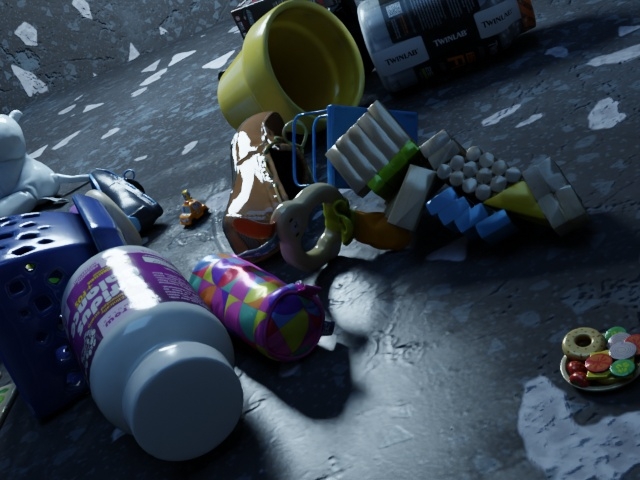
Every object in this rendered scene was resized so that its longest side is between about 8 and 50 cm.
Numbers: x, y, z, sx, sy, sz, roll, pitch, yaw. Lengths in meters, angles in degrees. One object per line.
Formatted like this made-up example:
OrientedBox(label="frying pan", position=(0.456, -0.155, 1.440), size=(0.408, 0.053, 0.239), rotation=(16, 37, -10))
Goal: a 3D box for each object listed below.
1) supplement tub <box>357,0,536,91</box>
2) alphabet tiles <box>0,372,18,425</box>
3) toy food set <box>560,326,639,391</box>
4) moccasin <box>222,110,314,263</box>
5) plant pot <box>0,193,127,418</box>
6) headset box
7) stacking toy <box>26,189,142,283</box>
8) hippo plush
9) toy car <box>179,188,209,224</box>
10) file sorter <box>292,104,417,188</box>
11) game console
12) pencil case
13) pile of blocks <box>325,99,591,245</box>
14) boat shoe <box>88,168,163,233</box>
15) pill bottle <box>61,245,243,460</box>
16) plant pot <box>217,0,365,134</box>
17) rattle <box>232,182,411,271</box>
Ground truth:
OrientedBox(label="supplement tub", position=(0.247, -0.433, 1.633), size=(0.315, 0.194, 0.194), rotation=(-19, 26, 14))
OrientedBox(label="alphabet tiles", position=(-0.582, 0.315, 1.175), size=(0.285, 0.011, 0.343), rotation=(-20, 26, 10))
OrientedBox(label="toy food set", position=(0.268, 0.111, 0.787), size=(0.082, 0.020, 0.083), rotation=(-9, 29, 30))
OrientedBox(label="moccasin", position=(-0.075, -0.112, 1.380), size=(0.146, 0.139, 0.380), rotation=(-19, 27, 11))
OrientedBox(label="plant pot", position=(-0.370, 0.074, 1.201), size=(0.212, 0.236, 0.236), rotation=(-25, 24, -16))
OrientedBox(label="headset box", position=(-0.036, -0.522, 2.025), size=(0.293, 0.218, 0.110), rotation=(-11, 30, 27))
OrientedBox(label="stacking toy", position=(-0.476, 0.063, 1.448), size=(0.330, 0.141, 0.141), rotation=(-43, 30, -18))
OrientedBox(label="hippo plush", position=(-0.767, -0.169, 1.991), size=(0.294, 0.237, 0.234), rotation=(-8, 30, 32))
OrientedBox(label="toy car", position=(-0.255, -0.065, 1.565), size=(0.060, 0.041, 0.122), rotation=(-34, 27, -17))
OrientedBox(label="file sorter", position=(0.052, -0.135, 1.258), size=(0.170, 0.118, 0.104), rotation=(-2, 2, -38))
OrientedBox(label="game console", position=(-0.064, -0.400, 1.837), size=(0.361, 0.213, 0.044), rotation=(-13, 62, 22))
OrientedBox(label="pencil case", position=(-0.084, 0.080, 1.073), size=(0.104, 0.104, 0.236), rotation=(-37, 28, -23))
OrientedBox(label="pile of blocks", position=(0.180, -0.061, 1.091), size=(0.362, 0.112, 0.149), rotation=(24, 89, 33))
OrientedBox(label="boat shoe", position=(-0.388, -0.076, 1.664), size=(0.089, 0.109, 0.258), rotation=(-28, 41, -21))
OrientedBox(label="pill bottle", position=(-0.203, 0.129, 0.996), size=(0.169, 0.169, 0.301), rotation=(-32, 30, -14))
OrientedBox(label="plant pot", position=(-0.078, -0.320, 1.685), size=(0.239, 0.254, 0.254), rotation=(-20, 21, 50))
OrientedBox(label="rattle", position=(0.000, 0.000, 1.098), size=(0.142, 0.130, 0.199), rotation=(39, 21, 28))
